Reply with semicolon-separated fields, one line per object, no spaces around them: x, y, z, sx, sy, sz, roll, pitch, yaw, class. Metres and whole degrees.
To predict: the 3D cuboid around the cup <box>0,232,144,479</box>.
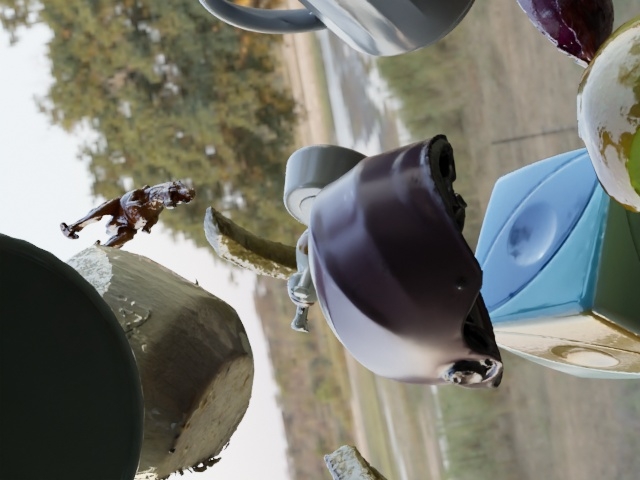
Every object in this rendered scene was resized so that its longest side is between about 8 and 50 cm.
-0.372;0.169;0.886;0.392;0.401;0.310;-15;108;52;cup

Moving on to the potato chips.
-0.068;0.024;1.988;0.407;0.080;0.057;17;-139;-50;potato chips

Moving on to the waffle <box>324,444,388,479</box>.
0.107;0.407;1.648;0.168;0.057;0.274;49;179;-28;waffle

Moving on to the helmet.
0.094;0.045;1.343;0.338;0.197;0.271;70;-172;-51;helmet

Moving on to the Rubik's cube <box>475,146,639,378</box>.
0.519;0.052;2.157;0.352;0.347;0.352;-18;54;53;Rubik's cube

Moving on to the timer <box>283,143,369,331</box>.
0.000;0.000;1.845;0.175;0.175;0.266;84;-161;-60;timer

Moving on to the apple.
0.567;-0.175;1.726;0.374;0.374;0.384;106;159;-84;apple

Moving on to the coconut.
-0.292;0.182;1.651;0.346;0.360;0.346;-54;-20;-29;coconut

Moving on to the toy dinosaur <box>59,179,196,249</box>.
-0.401;-0.036;2.240;0.432;0.208;0.097;-12;107;54;toy dinosaur

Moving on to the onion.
0.546;-0.480;2.413;0.283;0.227;0.120;60;140;14;onion

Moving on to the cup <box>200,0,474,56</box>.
0.012;-0.366;1.432;0.327;0.323;0.237;31;-153;-50;cup
